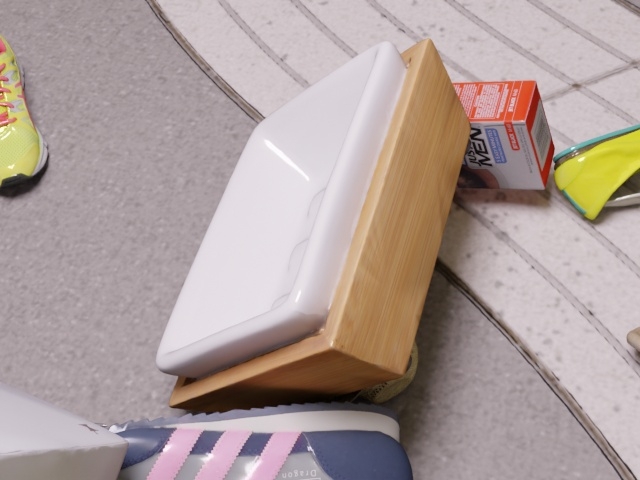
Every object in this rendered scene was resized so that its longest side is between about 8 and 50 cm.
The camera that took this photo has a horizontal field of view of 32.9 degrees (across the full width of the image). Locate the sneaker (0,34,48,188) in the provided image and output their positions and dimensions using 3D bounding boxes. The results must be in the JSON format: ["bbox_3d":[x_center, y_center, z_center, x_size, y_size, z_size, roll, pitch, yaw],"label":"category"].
[{"bbox_3d":[-0.334,-0.142,1.086,0.081,0.094,0.209,-19,57,-9],"label":"sneaker"}]

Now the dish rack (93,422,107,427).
[{"bbox_3d":[-0.299,0.213,0.845,0.271,0.074,0.208,3,56,8],"label":"dish rack"}]

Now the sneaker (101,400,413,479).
[{"bbox_3d":[-0.082,0.201,0.787,0.318,0.112,0.131,-6,58,-10],"label":"sneaker"}]

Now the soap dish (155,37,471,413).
[{"bbox_3d":[0.000,0.000,0.881,0.118,0.229,0.291,34,55,-23],"label":"soap dish"}]

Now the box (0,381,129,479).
[{"bbox_3d":[-0.285,0.254,0.645,0.168,0.215,0.345,19,88,18],"label":"box"}]

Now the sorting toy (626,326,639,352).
[{"bbox_3d":[0.425,0.114,0.840,0.229,0.041,0.307,-30,48,-19],"label":"sorting toy"}]

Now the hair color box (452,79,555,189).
[{"bbox_3d":[0.118,-0.094,0.983,0.167,0.093,0.053,3,55,28],"label":"hair color box"}]

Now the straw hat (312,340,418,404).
[{"bbox_3d":[0.046,0.097,0.895,0.061,0.144,0.145,34,54,-23],"label":"straw hat"}]

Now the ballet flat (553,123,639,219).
[{"bbox_3d":[0.325,-0.086,1.001,0.231,0.077,0.077,-25,77,-8],"label":"ballet flat"}]
